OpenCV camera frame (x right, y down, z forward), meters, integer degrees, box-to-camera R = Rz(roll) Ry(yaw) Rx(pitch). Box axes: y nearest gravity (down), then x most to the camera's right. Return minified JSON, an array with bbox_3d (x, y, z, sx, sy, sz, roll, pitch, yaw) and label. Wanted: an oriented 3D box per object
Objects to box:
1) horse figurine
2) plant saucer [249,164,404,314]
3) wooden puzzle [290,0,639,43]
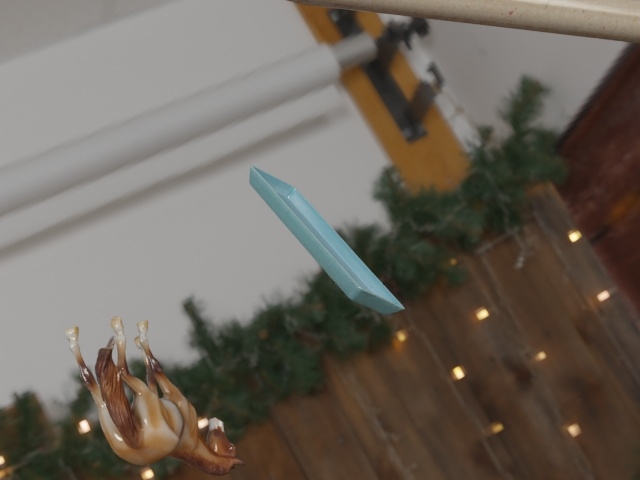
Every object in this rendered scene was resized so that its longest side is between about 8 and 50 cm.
[{"bbox_3d":[-0.170,0.161,1.284,0.066,0.174,0.263,-26,-13,8],"label":"horse figurine"},{"bbox_3d":[0.000,0.000,1.142,0.018,0.192,0.067,-51,-41,12],"label":"plant saucer"},{"bbox_3d":[0.111,-0.230,0.605,0.348,0.322,0.080,5,-19,-21],"label":"wooden puzzle"}]
